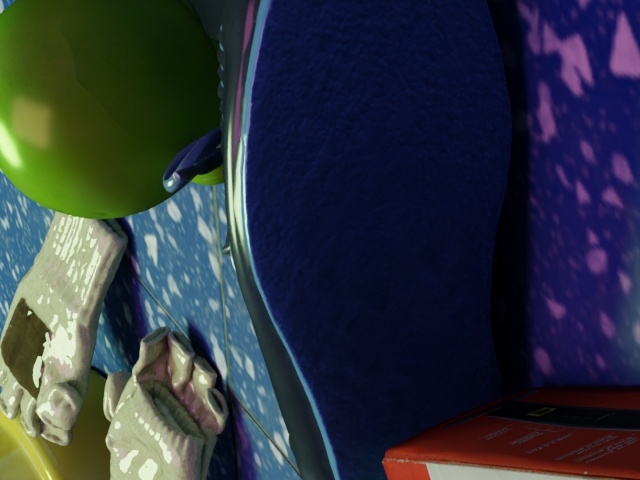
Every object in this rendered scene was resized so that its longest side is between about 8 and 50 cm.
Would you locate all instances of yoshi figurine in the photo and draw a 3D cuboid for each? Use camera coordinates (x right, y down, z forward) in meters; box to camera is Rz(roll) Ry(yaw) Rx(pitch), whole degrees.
[{"bbox_3d":[-0.095,-0.158,0.766,0.203,0.203,0.362,31,140,46],"label":"yoshi figurine"}]

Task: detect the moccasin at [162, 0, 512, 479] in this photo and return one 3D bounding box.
[{"bbox_3d":[0.000,0.000,0.757,0.117,0.138,0.342,47,149,48],"label":"moccasin"}]

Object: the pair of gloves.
[{"bbox_3d":[-0.151,0.106,1.236,0.240,0.042,0.204,54,135,30],"label":"pair of gloves"}]

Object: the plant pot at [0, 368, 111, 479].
[{"bbox_3d":[-0.243,0.256,1.394,0.254,0.239,0.254,49,151,39],"label":"plant pot"}]

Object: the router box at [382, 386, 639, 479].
[{"bbox_3d":[0.170,0.218,0.633,0.301,0.082,0.335,-12,99,67],"label":"router box"}]
